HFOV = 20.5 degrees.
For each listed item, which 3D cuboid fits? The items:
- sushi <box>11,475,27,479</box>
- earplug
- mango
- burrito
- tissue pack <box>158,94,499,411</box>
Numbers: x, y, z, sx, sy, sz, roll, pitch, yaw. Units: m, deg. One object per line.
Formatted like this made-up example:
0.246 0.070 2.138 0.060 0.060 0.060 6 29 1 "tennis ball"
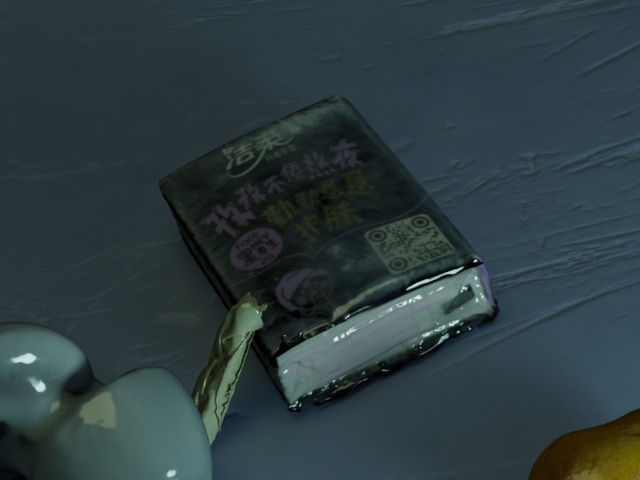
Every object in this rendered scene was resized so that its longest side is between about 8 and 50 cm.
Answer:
-0.325 0.240 1.867 0.050 0.047 0.099 -32 33 -11 "sushi"
-0.264 0.193 1.743 0.325 0.214 0.175 15 39 -9 "earplug"
0.272 0.219 1.662 0.165 0.089 0.115 -20 33 -7 "mango"
-0.104 0.137 1.826 0.041 0.185 0.045 14 16 -25 "burrito"
0.000 0.000 1.961 0.259 0.122 0.361 -25 41 -11 "tissue pack"
